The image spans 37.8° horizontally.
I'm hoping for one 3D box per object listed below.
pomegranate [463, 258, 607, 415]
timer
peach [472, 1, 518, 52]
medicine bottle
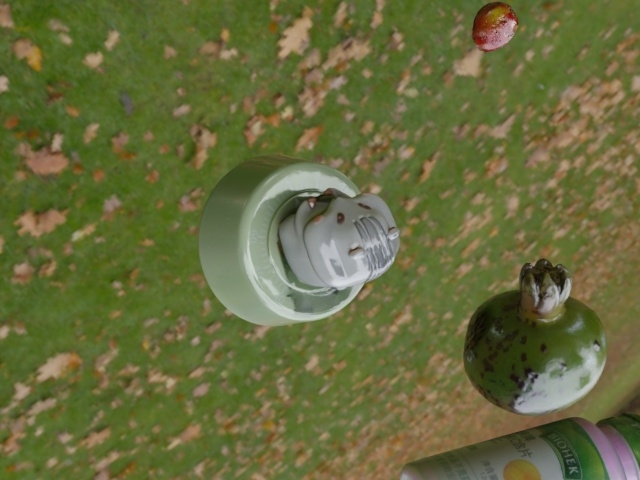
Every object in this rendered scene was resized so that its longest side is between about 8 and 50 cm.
[{"bbox_3d":[0.302,0.134,1.313,0.202,0.202,0.247,-28,130,-31],"label":"pomegranate"},{"bbox_3d":[0.000,0.000,1.460,0.291,0.290,0.315,-30,-165,-28],"label":"timer"},{"bbox_3d":[0.289,-0.366,1.585,0.083,0.077,0.050,-39,150,22],"label":"peach"},{"bbox_3d":[0.232,0.268,0.999,0.274,0.133,0.133,-12,152,-13],"label":"medicine bottle"}]
